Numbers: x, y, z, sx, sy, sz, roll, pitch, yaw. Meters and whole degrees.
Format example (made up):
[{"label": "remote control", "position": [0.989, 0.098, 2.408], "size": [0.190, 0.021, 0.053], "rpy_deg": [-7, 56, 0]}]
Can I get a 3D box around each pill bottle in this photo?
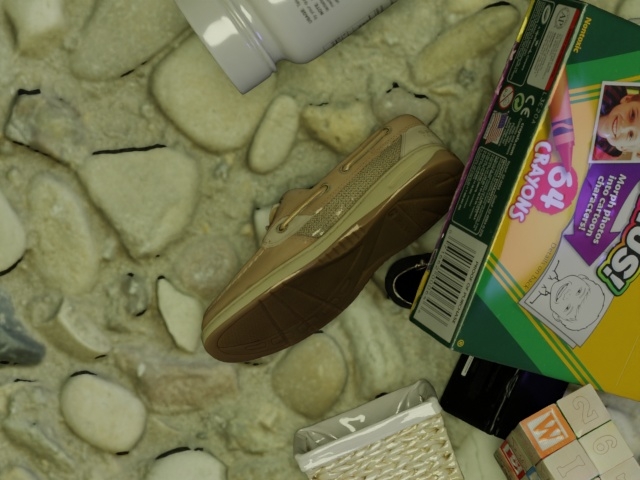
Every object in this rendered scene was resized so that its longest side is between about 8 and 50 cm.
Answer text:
[{"label": "pill bottle", "position": [-0.007, -0.289, 1.628], "size": [0.283, 0.160, 0.160], "rpy_deg": [-35, 92, 1]}]

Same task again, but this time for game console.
[{"label": "game console", "position": [0.211, 0.157, 1.723], "size": [0.107, 0.071, 0.122], "rpy_deg": [26, 92, 29]}]

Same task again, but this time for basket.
[{"label": "basket", "position": [0.065, 0.236, 1.679], "size": [0.167, 0.113, 0.103], "rpy_deg": [-22, 97, 1]}]

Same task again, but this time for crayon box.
[{"label": "crayon box", "position": [0.301, -0.033, 1.592], "size": [0.313, 0.106, 0.363], "rpy_deg": [16, 99, -28]}]

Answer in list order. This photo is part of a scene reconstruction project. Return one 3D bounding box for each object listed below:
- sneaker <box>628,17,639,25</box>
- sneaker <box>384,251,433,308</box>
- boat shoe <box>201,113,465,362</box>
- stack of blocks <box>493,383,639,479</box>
[{"label": "sneaker", "position": [0.378, -0.225, 1.677], "size": [0.190, 0.071, 0.083], "rpy_deg": [-43, 86, 2]}, {"label": "sneaker", "position": [0.182, 0.042, 1.664], "size": [0.222, 0.118, 0.083], "rpy_deg": [-11, 93, 1]}, {"label": "boat shoe", "position": [0.000, 0.000, 1.677], "size": [0.341, 0.122, 0.110], "rpy_deg": [-38, 55, -1]}, {"label": "stack of blocks", "position": [0.303, 0.313, 1.591], "size": [0.087, 0.171, 0.297], "rpy_deg": [-27, 75, -12]}]
